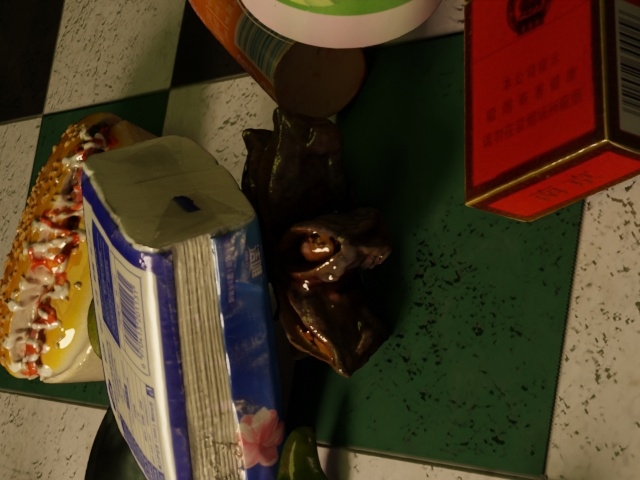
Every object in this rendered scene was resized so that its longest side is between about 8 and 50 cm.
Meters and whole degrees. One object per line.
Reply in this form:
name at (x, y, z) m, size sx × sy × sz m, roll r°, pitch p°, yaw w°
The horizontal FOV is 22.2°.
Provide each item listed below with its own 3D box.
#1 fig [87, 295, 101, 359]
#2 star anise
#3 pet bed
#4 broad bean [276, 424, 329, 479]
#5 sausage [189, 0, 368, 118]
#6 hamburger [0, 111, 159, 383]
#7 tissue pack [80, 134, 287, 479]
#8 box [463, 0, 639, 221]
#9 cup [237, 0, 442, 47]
fig at (-0.171, 0.092, 1.600) m, size 0.156 × 0.123 × 0.123 m, roll 107°, pitch 154°, yaw -45°
star anise at (-0.001, -0.007, 1.374) m, size 0.214 × 0.099 × 0.220 m, roll 9°, pitch 106°, yaw 62°
pet bed at (-0.179, 0.237, 1.607) m, size 0.201 × 0.053 × 0.201 m, roll -30°, pitch 53°, yaw 50°
broad bean at (-0.011, 0.253, 1.342) m, size 0.061 × 0.046 × 0.195 m, roll -29°, pitch 59°, yaw 36°
sausage at (-0.060, -0.215, 1.557) m, size 0.093 × 0.093 × 0.312 m, roll -65°, pitch 33°, yaw 18°
hamburger at (-0.254, 0.009, 1.720) m, size 0.227 × 0.151 × 0.295 m, roll 28°, pitch 104°, yaw 63°
tissue pack at (-0.113, 0.071, 1.396) m, size 0.209 × 0.137 × 0.269 m, roll -131°, pitch 33°, yaw -59°
box at (0.174, -0.149, 1.183) m, size 0.153 × 0.074 × 0.239 m, roll -29°, pitch 53°, yaw 54°
cup at (0.017, -0.309, 1.274) m, size 0.274 × 0.253 × 0.253 m, roll 91°, pitch 170°, yaw -56°
